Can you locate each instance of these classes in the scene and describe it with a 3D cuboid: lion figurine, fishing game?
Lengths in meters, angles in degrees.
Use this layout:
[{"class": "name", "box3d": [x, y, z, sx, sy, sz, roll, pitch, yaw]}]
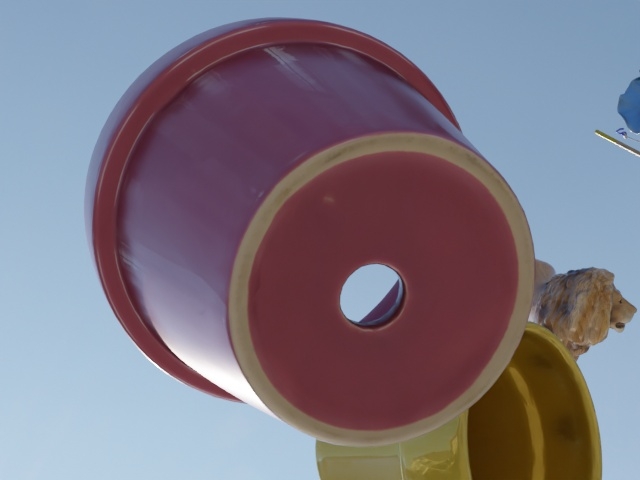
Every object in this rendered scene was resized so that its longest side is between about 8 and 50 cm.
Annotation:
[{"class": "lion figurine", "box3d": [0.412, 0.118, 1.812, 0.142, 0.392, 0.240, -1, -72, -16]}, {"class": "fishing game", "box3d": [0.562, -0.224, 1.566, 0.264, 0.189, 0.041, -34, -45, -11]}]

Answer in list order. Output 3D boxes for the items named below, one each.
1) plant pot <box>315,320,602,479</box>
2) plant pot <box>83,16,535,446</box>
[{"class": "plant pot", "box3d": [0.132, 0.223, 1.064, 0.254, 0.239, 0.254, 15, -110, -44]}, {"class": "plant pot", "box3d": [0.000, 0.000, 0.464, 0.201, 0.180, 0.201, -5, -75, -18]}]
